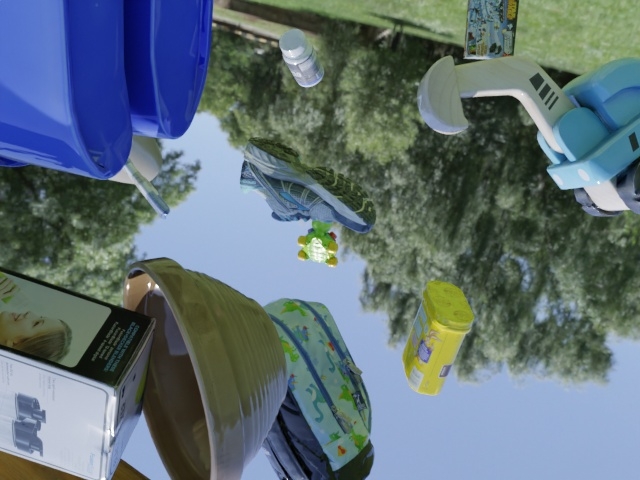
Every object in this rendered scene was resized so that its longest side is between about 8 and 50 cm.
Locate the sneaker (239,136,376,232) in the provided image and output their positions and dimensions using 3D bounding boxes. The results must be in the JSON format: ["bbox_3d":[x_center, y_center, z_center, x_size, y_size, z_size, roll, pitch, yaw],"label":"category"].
[{"bbox_3d":[-0.028,-0.081,1.132,0.283,0.122,0.110,32,-153,14],"label":"sneaker"}]

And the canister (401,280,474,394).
[{"bbox_3d":[0.206,0.177,1.094,0.073,0.170,0.126,10,-152,-9],"label":"canister"}]

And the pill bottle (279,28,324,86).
[{"bbox_3d":[-0.047,-0.447,1.484,0.078,0.078,0.137,23,167,27],"label":"pill bottle"}]

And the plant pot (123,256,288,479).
[{"bbox_3d":[-0.108,0.125,0.602,0.109,0.238,0.237,-14,-149,-31],"label":"plant pot"}]

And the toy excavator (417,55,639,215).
[{"bbox_3d":[0.457,-0.229,1.100,0.445,0.432,0.222,53,180,-2],"label":"toy excavator"}]

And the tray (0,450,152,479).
[{"bbox_3d":[-0.382,0.349,0.825,0.076,0.411,0.203,-19,-139,12],"label":"tray"}]

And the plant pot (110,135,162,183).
[{"bbox_3d":[-0.577,-0.274,1.706,0.256,0.257,0.274,24,171,28],"label":"plant pot"}]

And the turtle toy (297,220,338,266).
[{"bbox_3d":[0.000,0.000,1.351,0.095,0.130,0.066,13,-130,10],"label":"turtle toy"}]

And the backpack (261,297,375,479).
[{"bbox_3d":[-0.049,0.293,1.205,0.273,0.356,0.290,-43,-169,-28],"label":"backpack"}]

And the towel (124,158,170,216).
[{"bbox_3d":[-0.424,-0.169,1.339,0.285,0.034,0.209,54,169,-8],"label":"towel"}]

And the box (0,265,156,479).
[{"bbox_3d":[-0.314,0.111,0.571,0.289,0.169,0.087,18,-142,0],"label":"box"}]

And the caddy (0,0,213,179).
[{"bbox_3d":[-0.215,-0.216,0.496,0.179,0.342,0.241,17,-150,12],"label":"caddy"}]

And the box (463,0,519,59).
[{"bbox_3d":[0.330,-0.420,1.166,0.093,0.137,0.027,3,-167,1],"label":"box"}]
